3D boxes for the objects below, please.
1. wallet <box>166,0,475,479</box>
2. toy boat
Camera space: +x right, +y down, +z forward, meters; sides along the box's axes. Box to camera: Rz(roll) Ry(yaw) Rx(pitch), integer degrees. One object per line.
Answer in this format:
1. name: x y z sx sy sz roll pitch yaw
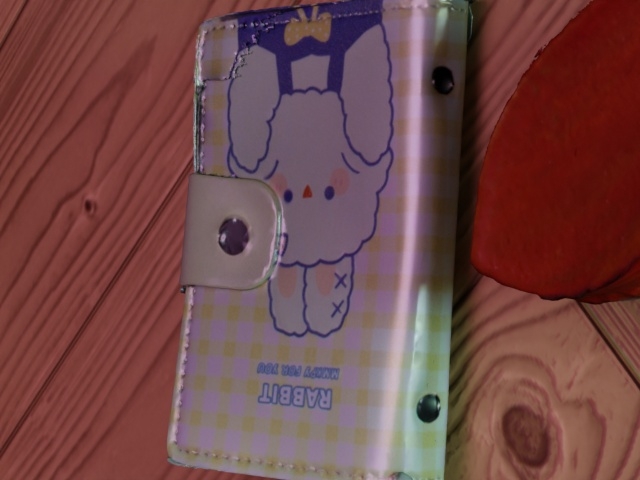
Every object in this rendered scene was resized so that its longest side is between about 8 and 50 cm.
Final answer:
1. wallet: 0.000 0.000 1.158 0.223 0.077 0.309 2 89 44
2. toy boat: 0.197 -0.066 0.924 0.332 0.133 0.145 -46 62 48
